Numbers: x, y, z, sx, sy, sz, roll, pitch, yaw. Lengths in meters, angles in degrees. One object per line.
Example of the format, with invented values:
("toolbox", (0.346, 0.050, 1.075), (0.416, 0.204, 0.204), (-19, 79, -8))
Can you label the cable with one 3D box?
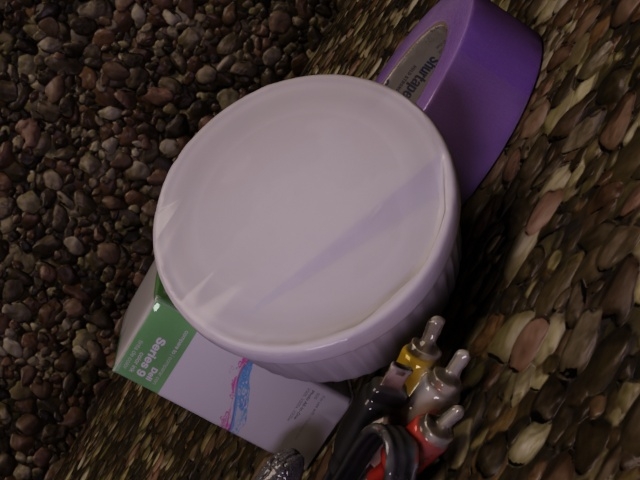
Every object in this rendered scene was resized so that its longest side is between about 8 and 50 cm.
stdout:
("cable", (0.036, 0.197, 1.012), (0.139, 0.072, 0.287), (-92, 22, -52))

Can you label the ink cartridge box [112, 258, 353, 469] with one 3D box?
("ink cartridge box", (-0.084, 0.112, 1.251), (0.093, 0.212, 0.154), (-59, 13, 13))

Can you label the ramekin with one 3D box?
("ramekin", (0.000, 0.000, 1.125), (0.273, 0.273, 0.127), (-63, -29, -20))

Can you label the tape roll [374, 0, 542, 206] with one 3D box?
("tape roll", (0.110, -0.124, 1.333), (0.275, 0.090, 0.275), (-53, 14, 20))

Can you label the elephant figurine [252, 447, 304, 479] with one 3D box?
("elephant figurine", (-0.144, 0.284, 1.134), (0.239, 0.169, 0.186), (-60, 6, 39))
